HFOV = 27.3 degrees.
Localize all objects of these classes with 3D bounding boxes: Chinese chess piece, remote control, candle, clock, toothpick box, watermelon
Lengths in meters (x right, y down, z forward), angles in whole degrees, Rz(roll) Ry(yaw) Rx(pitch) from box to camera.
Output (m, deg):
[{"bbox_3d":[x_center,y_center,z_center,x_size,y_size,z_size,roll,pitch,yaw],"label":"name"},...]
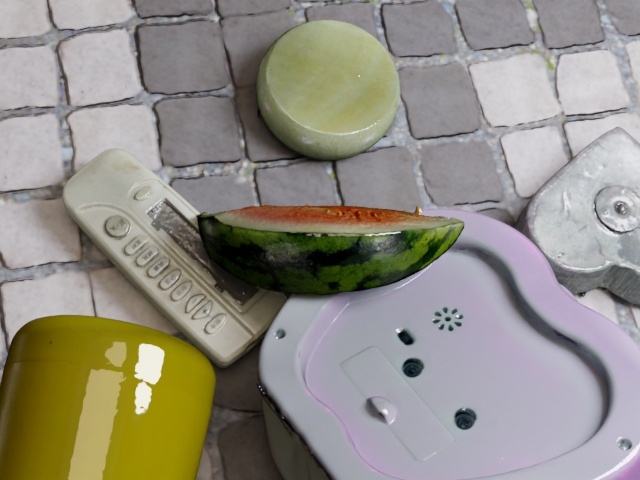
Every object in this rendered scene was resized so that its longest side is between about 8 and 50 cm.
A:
[{"bbox_3d":[0.008,-0.149,1.302,0.144,0.058,0.144,4,66,-9],"label":"Chinese chess piece"},{"bbox_3d":[-0.138,0.014,1.215,0.230,0.049,0.090,43,67,11],"label":"remote control"},{"bbox_3d":[0.283,-0.024,1.285,0.192,0.068,0.168,7,65,-9],"label":"candle"},{"bbox_3d":[0.119,0.124,1.116,0.338,0.102,0.338,-3,48,3],"label":"clock"},{"bbox_3d":[-0.191,0.210,1.060,0.175,0.175,0.271,11,69,-4],"label":"toothpick box"},{"bbox_3d":[0.000,-0.006,1.150,0.245,0.063,0.119,0,29,11],"label":"watermelon"}]
